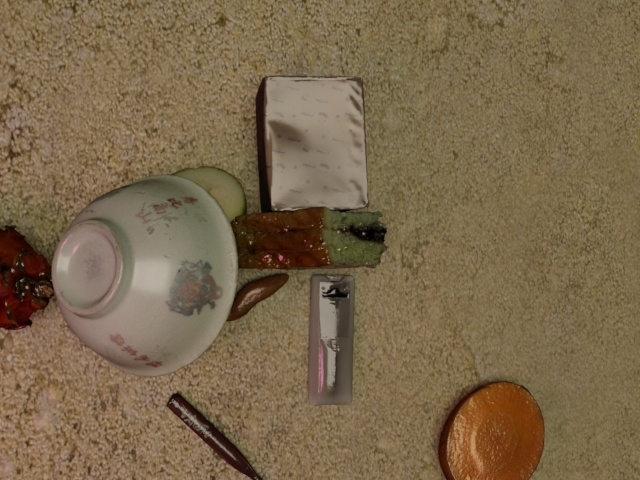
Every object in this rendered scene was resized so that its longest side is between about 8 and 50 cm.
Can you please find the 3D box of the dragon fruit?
[{"bbox_3d":[-0.717,0.076,1.325,0.315,0.250,0.250,-4,89,-26],"label":"dragon fruit"}]

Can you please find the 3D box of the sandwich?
[{"bbox_3d":[0.000,0.000,1.425,0.326,0.262,0.131,4,83,-53],"label":"sandwich"}]

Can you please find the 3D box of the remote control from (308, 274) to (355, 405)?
[{"bbox_3d":[0.031,0.239,1.555,0.110,0.055,0.312,2,88,-12],"label":"remote control"}]

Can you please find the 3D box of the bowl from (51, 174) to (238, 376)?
[{"bbox_3d":[-0.398,0.061,1.291,0.435,0.196,0.434,-3,82,26],"label":"bowl"}]

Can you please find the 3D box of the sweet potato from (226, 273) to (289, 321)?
[{"bbox_3d":[-0.162,0.130,1.520,0.202,0.055,0.058,-34,85,-10],"label":"sweet potato"}]

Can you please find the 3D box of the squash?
[{"bbox_3d":[-0.273,-0.073,1.451,0.220,0.041,0.219,2,54,-3],"label":"squash"}]

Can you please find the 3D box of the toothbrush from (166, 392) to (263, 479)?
[{"bbox_3d":[-0.218,0.489,1.508,0.364,0.041,0.041,45,81,-8],"label":"toothbrush"}]

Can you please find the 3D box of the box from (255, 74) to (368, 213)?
[{"bbox_3d":[-0.026,-0.208,1.489,0.226,0.190,0.296,-2,88,-11],"label":"box"}]

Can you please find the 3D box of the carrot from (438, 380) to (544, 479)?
[{"bbox_3d":[0.430,0.497,1.620,0.258,0.100,0.307,39,74,-7],"label":"carrot"}]
